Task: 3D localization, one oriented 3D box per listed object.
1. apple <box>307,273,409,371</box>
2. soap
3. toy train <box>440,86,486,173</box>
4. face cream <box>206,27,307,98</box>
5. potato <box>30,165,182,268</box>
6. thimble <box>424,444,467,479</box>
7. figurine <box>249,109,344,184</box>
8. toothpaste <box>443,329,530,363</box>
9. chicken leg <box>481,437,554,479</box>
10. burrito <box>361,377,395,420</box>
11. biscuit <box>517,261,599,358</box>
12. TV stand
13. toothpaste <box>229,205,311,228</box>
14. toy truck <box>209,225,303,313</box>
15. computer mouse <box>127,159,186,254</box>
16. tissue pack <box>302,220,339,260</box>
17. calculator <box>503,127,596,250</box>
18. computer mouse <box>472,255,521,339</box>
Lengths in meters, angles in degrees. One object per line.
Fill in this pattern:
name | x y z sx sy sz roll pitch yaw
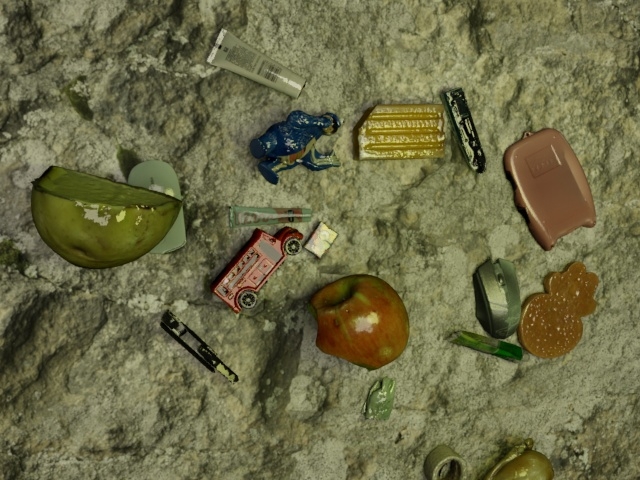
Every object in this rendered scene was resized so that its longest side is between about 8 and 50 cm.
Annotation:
apple | 0.095 0.211 1.693 0.246 0.246 0.226 -33 114 -8
soap | 0.201 -0.277 1.770 0.232 0.073 0.140 -3 93 -12
toy train | 0.382 -0.286 1.821 0.052 0.051 0.233 -23 101 -10
face cream | -0.152 -0.425 1.696 0.244 0.058 0.092 26 94 -7
potato | -0.499 -0.019 1.495 0.330 0.280 0.212 14 101 2
thimble | 0.335 0.618 1.848 0.102 0.090 0.115 34 88 -9
figurine | -0.057 -0.248 1.700 0.262 0.121 0.164 -20 125 -32
toothpaste | 0.460 0.289 1.870 0.248 0.078 0.046 18 59 -16
chicken leg | 0.436 0.709 1.852 0.429 0.152 0.201 -27 110 -1
burrito | 0.158 0.417 1.820 0.074 0.044 0.118 15 94 -9
biscuit | 0.661 0.193 1.916 0.202 0.044 0.288 31 85 -13
TV stand | -0.301 0.271 1.713 0.249 0.036 0.042 45 83 -12
toothpaste | -0.126 -0.062 1.733 0.205 0.036 0.056 -2 96 -8
toy truck | -0.155 0.055 1.695 0.114 0.107 0.252 41 85 -12
computer mouse | -0.395 -0.078 1.654 0.128 0.079 0.230 -9 99 -8
tissue pack | 0.000 0.000 1.763 0.063 0.035 0.083 36 87 -12
calculator | 0.629 -0.149 1.886 0.220 0.048 0.329 -27 96 -8
computer mouse | 0.487 0.155 1.860 0.126 0.071 0.231 -7 94 -12
